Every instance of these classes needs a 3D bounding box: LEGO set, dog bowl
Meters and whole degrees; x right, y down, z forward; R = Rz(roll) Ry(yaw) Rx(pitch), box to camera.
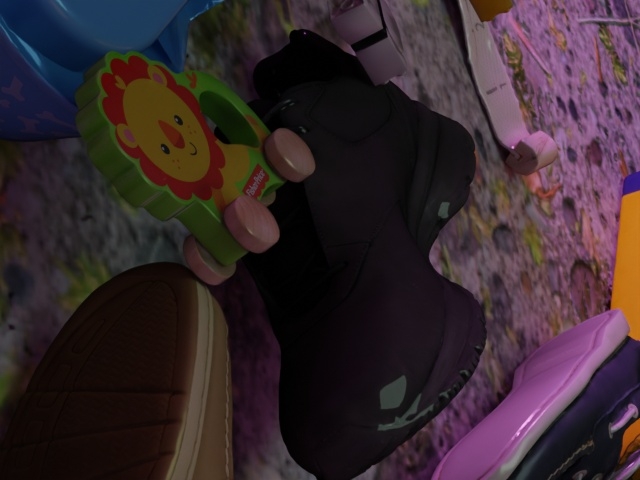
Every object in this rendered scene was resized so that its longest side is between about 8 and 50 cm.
[{"bbox_3d":[0.051,-0.160,0.880,0.093,0.087,0.227,55,17,-36],"label":"LEGO set"},{"bbox_3d":[-0.095,-0.154,0.734,0.166,0.074,0.297,57,36,-23],"label":"dog bowl"}]

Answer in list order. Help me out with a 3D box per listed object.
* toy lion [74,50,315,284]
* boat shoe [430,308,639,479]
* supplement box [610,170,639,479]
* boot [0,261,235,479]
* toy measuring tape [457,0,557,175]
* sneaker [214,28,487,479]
[{"bbox_3d":[-0.053,-0.038,0.646,0.096,0.034,0.100,48,29,-13],"label":"toy lion"},{"bbox_3d":[0.136,0.116,0.939,0.079,0.095,0.254,58,25,-2],"label":"boat shoe"},{"bbox_3d":[0.321,0.115,1.113,0.194,0.195,0.356,48,40,-33],"label":"supplement box"},{"bbox_3d":[-0.034,0.158,0.661,0.203,0.095,0.262,31,53,-45],"label":"boot"},{"bbox_3d":[0.119,-0.210,1.039,0.121,0.121,0.330,-28,99,-57],"label":"toy measuring tape"},{"bbox_3d":[0.000,0.000,0.775,0.130,0.109,0.286,40,25,-22],"label":"sneaker"}]
